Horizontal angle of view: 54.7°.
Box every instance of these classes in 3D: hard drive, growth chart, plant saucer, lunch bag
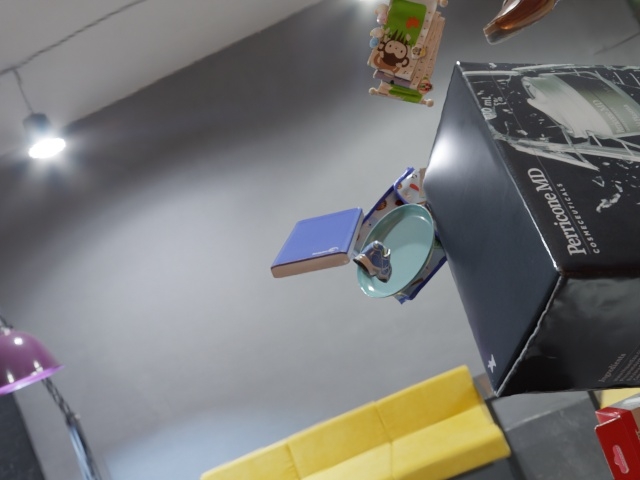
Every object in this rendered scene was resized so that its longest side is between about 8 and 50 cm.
[{"bbox_3d":[0.000,0.000,1.722,0.210,0.040,0.319,-12,20,16],"label":"hard drive"},{"bbox_3d":[0.177,-0.407,1.300,0.171,0.237,0.021,13,8,27],"label":"growth chart"},{"bbox_3d":[0.235,0.037,1.894,0.043,0.318,0.317,30,-38,-30],"label":"plant saucer"},{"bbox_3d":[0.310,-0.027,2.170,0.385,0.328,0.239,-46,-2,-10],"label":"lunch bag"}]

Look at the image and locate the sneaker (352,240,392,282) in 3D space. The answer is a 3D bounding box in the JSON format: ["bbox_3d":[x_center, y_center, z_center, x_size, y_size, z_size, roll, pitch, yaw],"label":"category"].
[{"bbox_3d":[0.158,0.055,1.625,0.081,0.080,0.211,-51,-20,5],"label":"sneaker"}]

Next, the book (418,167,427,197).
[{"bbox_3d":[0.386,-0.180,1.965,0.144,0.096,0.035,1,-10,9],"label":"book"}]

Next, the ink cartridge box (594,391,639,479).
[{"bbox_3d":[0.578,0.338,1.072,0.231,0.134,0.078,-18,-6,-9],"label":"ink cartridge box"}]

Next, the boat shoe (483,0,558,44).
[{"bbox_3d":[0.447,-0.534,1.330,0.324,0.116,0.123,-42,11,-26],"label":"boat shoe"}]

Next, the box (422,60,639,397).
[{"bbox_3d":[0.463,-0.038,0.988,0.471,0.480,0.297,-2,-44,-7],"label":"box"}]
